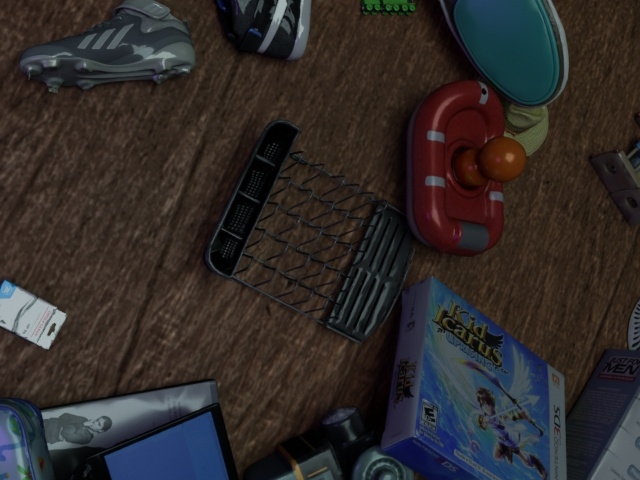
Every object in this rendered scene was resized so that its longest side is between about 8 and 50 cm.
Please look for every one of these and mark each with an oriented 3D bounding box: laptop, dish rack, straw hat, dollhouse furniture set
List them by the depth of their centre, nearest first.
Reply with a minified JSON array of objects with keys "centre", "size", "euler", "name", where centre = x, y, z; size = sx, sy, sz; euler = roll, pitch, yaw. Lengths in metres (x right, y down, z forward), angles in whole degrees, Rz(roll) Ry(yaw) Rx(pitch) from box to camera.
[{"centre":[-0.180,0.346,0.955],"size":[0.136,0.264,0.234],"euler":[-5,115,13],"name":"laptop"},{"centre":[0.000,0.000,1.140],"size":[0.271,0.074,0.208],"euler":[29,76,-19],"name":"dish rack"},{"centre":[0.283,-0.185,1.285],"size":[0.144,0.061,0.144],"euler":[2,86,-24],"name":"straw hat"},{"centre":[0.520,-0.118,1.315],"size":[0.129,0.183,0.129],"euler":[-40,101,-21],"name":"dollhouse furniture set"}]

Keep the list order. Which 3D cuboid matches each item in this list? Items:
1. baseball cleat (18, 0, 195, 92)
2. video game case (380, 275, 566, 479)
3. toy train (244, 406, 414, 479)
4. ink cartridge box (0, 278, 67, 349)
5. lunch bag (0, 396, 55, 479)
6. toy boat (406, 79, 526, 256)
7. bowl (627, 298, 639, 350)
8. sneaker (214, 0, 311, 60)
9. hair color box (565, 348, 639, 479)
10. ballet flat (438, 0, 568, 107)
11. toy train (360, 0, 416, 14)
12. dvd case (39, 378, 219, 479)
[{"centre":[-0.252,-0.233,1.061],"size":[0.206,0.072,0.109],"euler":[-4,74,-28],"name":"baseball cleat"},{"centre":[0.205,0.213,1.145],"size":[0.269,0.061,0.244],"euler":[36,41,-23],"name":"video game case"},{"centre":[0.040,0.376,1.102],"size":[0.190,0.142,0.334],"euler":[-21,96,-12],"name":"toy train"},{"centre":[-0.329,0.084,1.013],"size":[0.083,0.028,0.048],"euler":[32,75,-19],"name":"ink cartridge box"},{"centre":[-0.364,0.279,0.936],"size":[0.176,0.090,0.219],"euler":[-14,91,-6],"name":"lunch bag"},{"centre":[0.204,-0.099,1.180],"size":[0.151,0.151,0.231],"euler":[9,77,-36],"name":"toy boat"},{"centre":[0.557,0.149,1.368],"size":[0.170,0.080,0.170],"euler":[2,85,-23],"name":"bowl"},{"centre":[-0.071,-0.341,1.132],"size":[0.121,0.079,0.217],"euler":[5,85,-25],"name":"sneaker"},{"centre":[0.411,0.357,1.270],"size":[0.185,0.113,0.374],"euler":[41,72,-16],"name":"hair color box"},{"centre":[0.209,-0.364,1.230],"size":[0.139,0.139,0.400],"euler":[-43,99,-20],"name":"ballet flat"},{"centre":[0.093,-0.322,1.237],"size":[0.083,0.017,0.024],"euler":[-6,78,-24],"name":"toy train"},{"centre":[-0.225,0.267,1.044],"size":[0.238,0.029,0.179],"euler":[-6,88,-24],"name":"dvd case"}]
